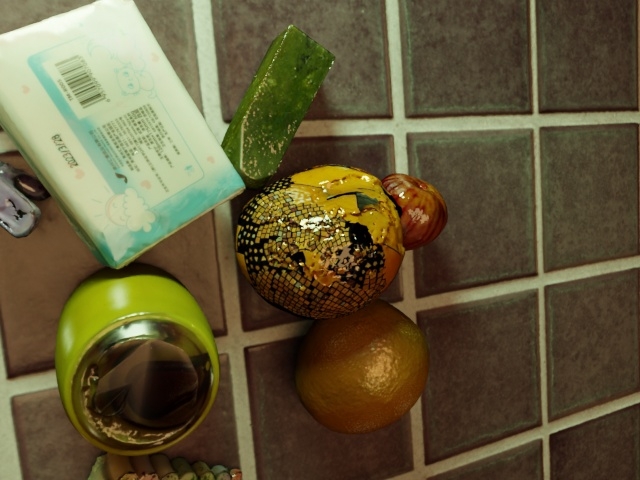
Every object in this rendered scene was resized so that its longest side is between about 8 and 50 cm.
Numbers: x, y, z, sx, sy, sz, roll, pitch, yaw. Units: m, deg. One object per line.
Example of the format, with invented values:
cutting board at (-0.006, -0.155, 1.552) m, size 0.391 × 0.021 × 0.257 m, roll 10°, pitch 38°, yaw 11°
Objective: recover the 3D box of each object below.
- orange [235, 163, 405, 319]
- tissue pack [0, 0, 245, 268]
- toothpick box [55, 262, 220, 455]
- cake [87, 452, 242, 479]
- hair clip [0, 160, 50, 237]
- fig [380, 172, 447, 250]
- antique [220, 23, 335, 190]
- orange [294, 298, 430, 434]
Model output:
orange at (0.000, 0.000, 0.692) m, size 0.234 × 0.234 × 0.182 m, roll -17°, pitch 135°, yaw -21°
tissue pack at (-0.247, -0.123, 0.614) m, size 0.201 × 0.124 × 0.271 m, roll -38°, pitch 107°, yaw -30°
toothpick box at (-0.208, 0.124, 0.581) m, size 0.174 × 0.271 × 0.175 m, roll -2°, pitch 95°, yaw -23°
cake at (-0.224, 0.360, 0.720) m, size 0.225 × 0.090 × 0.110 m, roll 27°, pitch 81°, yaw -42°
hair clip at (-0.434, -0.098, 0.574) m, size 0.278 × 0.090 × 0.137 m, roll 41°, pitch 91°, yaw -13°
fig at (0.129, -0.041, 0.812) m, size 0.128 × 0.150 × 0.129 m, roll 11°, pitch 66°, yaw -24°
antique at (-0.071, -0.179, 0.720) m, size 0.080 × 0.081 × 0.221 m, roll 29°, pitch 82°, yaw -22°
orange at (0.058, 0.181, 0.747) m, size 0.205 × 0.206 × 0.206 m, roll -2°, pitch 95°, yaw -23°
